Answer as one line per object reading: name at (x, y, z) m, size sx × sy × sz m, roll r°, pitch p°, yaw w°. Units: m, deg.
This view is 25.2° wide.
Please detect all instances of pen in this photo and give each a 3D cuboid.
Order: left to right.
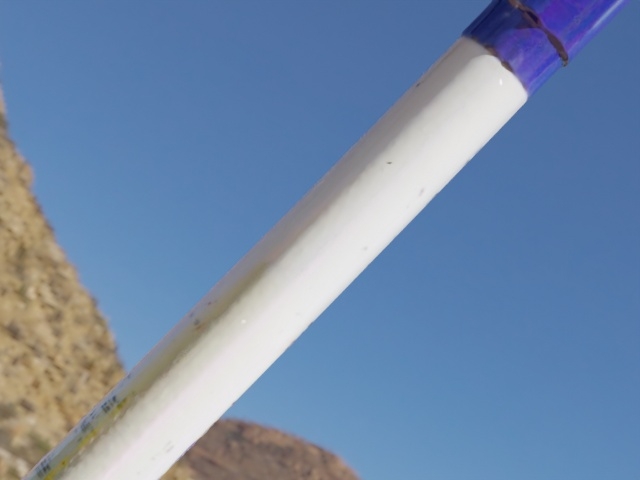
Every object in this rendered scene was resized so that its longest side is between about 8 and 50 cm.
pen at (0.000, 0.000, 0.427) m, size 0.033 × 0.269 × 0.033 m, roll 44°, pitch -3°, yaw 3°
